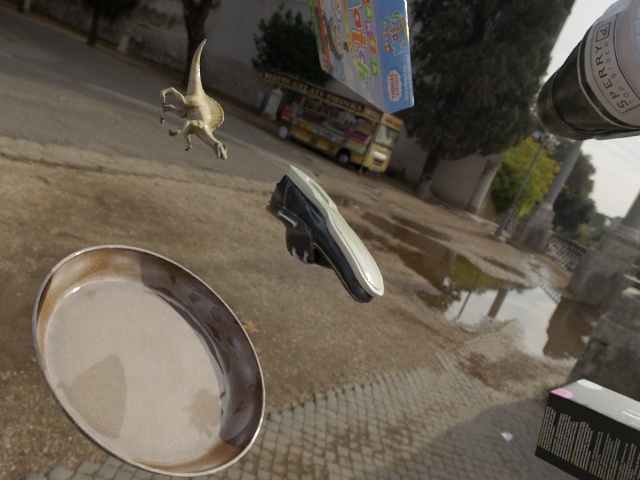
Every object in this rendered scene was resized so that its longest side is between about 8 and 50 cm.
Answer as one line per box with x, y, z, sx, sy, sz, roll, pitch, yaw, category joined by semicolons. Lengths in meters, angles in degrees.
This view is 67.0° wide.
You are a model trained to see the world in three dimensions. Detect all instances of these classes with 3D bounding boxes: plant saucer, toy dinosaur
-0.198;0.140;0.588;0.310;0.050;0.311;41;22;-21;plant saucer
-0.191;-0.200;0.719;0.092;0.183;0.053;-13;-2;-28;toy dinosaur

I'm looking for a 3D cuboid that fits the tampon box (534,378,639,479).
0.404;0.275;0.658;0.120;0.102;0.161;3;10;-42;tampon box

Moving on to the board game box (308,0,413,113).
0.036;-0.253;0.544;0.039;0.160;0.211;-20;36;-10;board game box

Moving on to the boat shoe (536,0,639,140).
0.304;-0.156;0.339;0.334;0.121;0.119;-16;3;-10;boat shoe

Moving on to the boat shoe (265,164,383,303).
0.000;0.000;0.597;0.084;0.079;0.233;34;15;-47;boat shoe
